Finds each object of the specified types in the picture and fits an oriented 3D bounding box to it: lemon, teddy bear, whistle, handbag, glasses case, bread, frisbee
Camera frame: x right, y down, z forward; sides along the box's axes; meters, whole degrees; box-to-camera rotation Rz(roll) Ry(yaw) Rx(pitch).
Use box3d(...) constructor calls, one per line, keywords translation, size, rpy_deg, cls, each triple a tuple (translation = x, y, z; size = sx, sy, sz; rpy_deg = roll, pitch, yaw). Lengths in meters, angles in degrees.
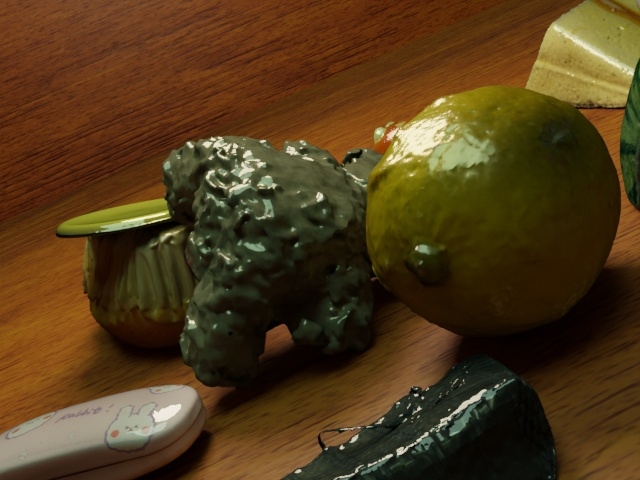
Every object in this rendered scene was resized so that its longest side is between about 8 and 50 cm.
box3d(translation=(0.177, -0.032, 0.838), size=(0.260, 0.261, 0.284), rpy_deg=(-16, 26, 20), cls="lemon")
box3d(translation=(0.000, 0.000, 1.034), size=(0.367, 0.224, 0.357), rpy_deg=(6, 47, -27), cls="teddy bear")
box3d(translation=(0.163, -0.165, 1.458), size=(0.288, 0.106, 0.131), rpy_deg=(-8, 16, 36), cls="whistle")
box3d(translation=(0.066, 0.176, 0.668), size=(0.270, 0.089, 0.175), rpy_deg=(-27, 10, -14), cls="handbag")
box3d(translation=(-0.265, 0.228, 0.896), size=(0.296, 0.075, 0.113), rpy_deg=(-17, 17, 15), cls="glasses case")
box3d(translation=(-0.253, 0.050, 1.275), size=(0.236, 0.183, 0.388), rpy_deg=(-12, 8, -17), cls="bread")
box3d(translation=(-0.274, -0.038, 1.202), size=(0.235, 0.017, 0.236), rpy_deg=(-10, 10, 2), cls="frisbee")
box3d(translation=(0.592, -0.318, 1.525), size=(0.345, 0.242, 0.405), rpy_deg=(-26, 51, -23), cls="bread")

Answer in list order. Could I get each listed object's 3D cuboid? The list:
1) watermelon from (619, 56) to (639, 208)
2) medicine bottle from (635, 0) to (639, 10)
box3d(translation=(0.470, -0.154, 0.977), size=(0.201, 0.262, 0.213), rpy_deg=(24, 44, 21), cls="watermelon")
box3d(translation=(0.525, -0.218, 0.829), size=(0.282, 0.375, 0.123), rpy_deg=(-36, -22, -37), cls="medicine bottle")
